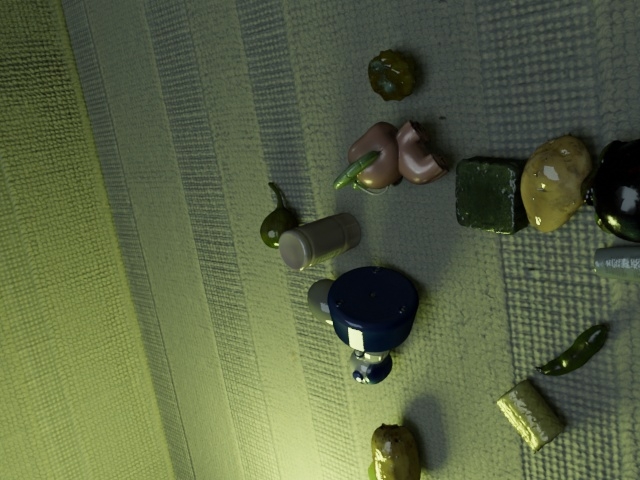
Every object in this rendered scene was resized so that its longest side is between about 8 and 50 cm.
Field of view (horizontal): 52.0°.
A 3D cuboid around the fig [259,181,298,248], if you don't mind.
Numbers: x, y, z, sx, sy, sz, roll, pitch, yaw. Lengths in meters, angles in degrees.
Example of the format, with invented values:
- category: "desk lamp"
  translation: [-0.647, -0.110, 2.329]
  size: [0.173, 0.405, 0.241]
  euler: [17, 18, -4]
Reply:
- category: "fig"
  translation: [-0.147, -0.091, 2.307]
  size: [0.149, 0.149, 0.245]
  euler: [-15, 75, 49]

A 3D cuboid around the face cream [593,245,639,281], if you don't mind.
- category: "face cream"
  translation: [0.715, 0.052, 1.458]
  size: [0.198, 0.057, 0.084]
  euler: [3, 109, 45]

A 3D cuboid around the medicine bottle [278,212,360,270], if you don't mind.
- category: "medicine bottle"
  translation: [0.000, 0.000, 2.060]
  size: [0.133, 0.249, 0.133]
  euler: [23, 123, 41]

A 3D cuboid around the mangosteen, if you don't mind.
- category: "mangosteen"
  translation: [0.659, -0.106, 1.350]
  size: [0.243, 0.243, 0.243]
  euler: [21, 120, 41]

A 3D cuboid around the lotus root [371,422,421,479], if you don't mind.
- category: "lotus root"
  translation: [0.252, 0.735, 2.173]
  size: [0.160, 0.146, 0.284]
  euler: [3, 103, 55]

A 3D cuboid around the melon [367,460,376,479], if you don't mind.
- category: "melon"
  translation: [0.220, 0.788, 2.322]
  size: [0.114, 0.053, 0.262]
  euler: [47, 134, 49]

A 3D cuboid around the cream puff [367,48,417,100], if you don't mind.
- category: "cream puff"
  translation: [0.201, -0.454, 1.772]
  size: [0.146, 0.116, 0.146]
  euler: [23, 143, 19]

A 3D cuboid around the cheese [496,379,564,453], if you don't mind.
- category: "cheese"
  translation: [0.565, 0.470, 1.768]
  size: [0.167, 0.094, 0.123]
  euler: [53, 147, 24]

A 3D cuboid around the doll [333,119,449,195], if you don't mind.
- category: "doll"
  translation: [0.179, -0.203, 1.789]
  size: [0.268, 0.284, 0.216]
  euler: [-36, 78, 23]

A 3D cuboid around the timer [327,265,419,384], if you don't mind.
- category: "timer"
  translation: [0.162, 0.300, 2.046]
  size: [0.270, 0.270, 0.383]
  euler: [32, 141, 35]

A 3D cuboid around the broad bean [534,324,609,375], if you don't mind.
- category: "broad bean"
  translation: [0.638, 0.286, 1.645]
  size: [0.065, 0.046, 0.254]
  euler: [52, 137, 18]

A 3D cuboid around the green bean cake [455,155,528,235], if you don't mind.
- category: "green bean cake"
  translation: [0.434, -0.118, 1.660]
  size: [0.185, 0.094, 0.183]
  euler: [12, 115, 45]

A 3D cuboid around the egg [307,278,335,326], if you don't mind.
- category: "egg"
  translation: [0.044, 0.211, 2.179]
  size: [0.198, 0.146, 0.146]
  euler: [39, 131, 19]

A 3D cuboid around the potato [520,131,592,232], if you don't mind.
- category: "potato"
  translation: [0.536, -0.131, 1.519]
  size: [0.161, 0.128, 0.235]
  euler: [51, 141, 22]
